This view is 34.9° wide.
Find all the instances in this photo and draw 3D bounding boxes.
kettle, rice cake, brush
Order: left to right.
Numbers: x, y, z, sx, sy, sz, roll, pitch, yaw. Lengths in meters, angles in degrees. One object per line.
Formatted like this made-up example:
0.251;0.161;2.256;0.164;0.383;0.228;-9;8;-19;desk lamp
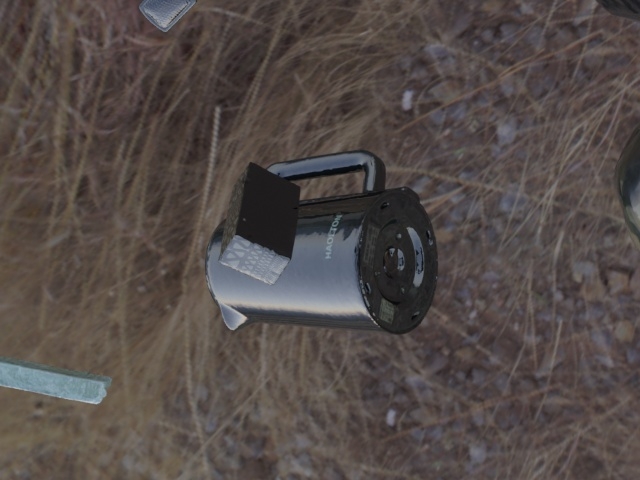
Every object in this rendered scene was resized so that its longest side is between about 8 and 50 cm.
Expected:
-0.287;0.132;0.996;0.171;0.033;0.029;9;91;7;rice cake
-0.217;-0.409;1.633;0.063;0.016;0.193;41;125;-18;brush
-0.009;0.004;1.510;0.308;0.203;0.262;-2;97;39;kettle

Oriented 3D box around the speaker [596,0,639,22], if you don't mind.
0.204;-0.279;0.649;0.180;0.184;0.388;-35;134;19;speaker

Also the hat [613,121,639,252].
0.376;0.062;0.951;0.257;0.381;0.366;19;160;9;hat

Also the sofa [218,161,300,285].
-0.054;-0.017;0.939;0.060;0.118;0.039;24;126;-15;sofa
